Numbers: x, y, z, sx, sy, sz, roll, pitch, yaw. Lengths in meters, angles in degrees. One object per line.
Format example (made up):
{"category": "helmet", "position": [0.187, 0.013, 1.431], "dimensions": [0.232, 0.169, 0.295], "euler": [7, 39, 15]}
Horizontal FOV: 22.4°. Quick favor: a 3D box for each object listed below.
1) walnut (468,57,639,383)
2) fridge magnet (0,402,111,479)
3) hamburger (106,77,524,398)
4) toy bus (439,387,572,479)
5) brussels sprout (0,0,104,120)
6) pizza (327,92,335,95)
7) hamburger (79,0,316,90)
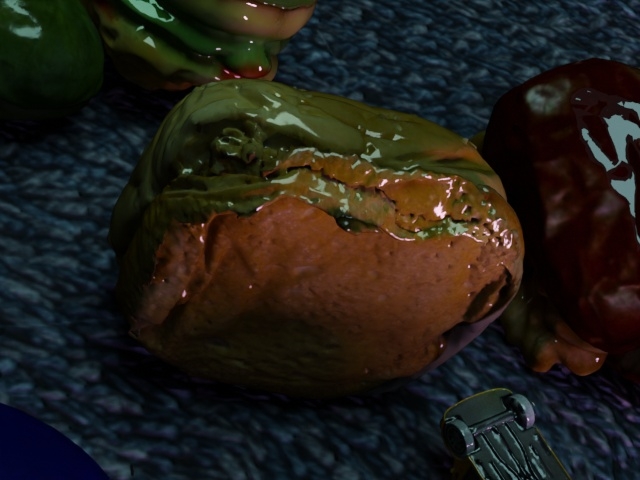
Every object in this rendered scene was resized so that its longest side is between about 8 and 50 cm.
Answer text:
{"category": "walnut", "position": [0.236, -0.005, 1.370], "dimensions": [0.243, 0.222, 0.269], "euler": [-19, 65, 1]}
{"category": "fridge magnet", "position": [-0.239, 0.208, 1.003], "dimensions": [0.265, 0.113, 0.265], "euler": [13, 46, -14]}
{"category": "hamburger", "position": [0.000, 0.000, 1.187], "dimensions": [0.318, 0.318, 0.158], "euler": [8, 58, -18]}
{"category": "toy bus", "position": [0.151, 0.194, 1.223], "dimensions": [0.069, 0.074, 0.162], "euler": [-19, 61, -28]}
{"category": "brussels sprout", "position": [-0.263, -0.177, 1.342], "dimensions": [0.145, 0.131, 0.183], "euler": [-19, 59, -44]}
{"category": "pizza", "position": [-0.020, -0.087, 1.425], "dimensions": [0.201, 0.053, 0.193], "euler": [31, 44, 6]}
{"category": "hamburger", "position": [-0.119, -0.215, 1.425], "dimensions": [0.237, 0.149, 0.237], "euler": [27, 29, -16]}
